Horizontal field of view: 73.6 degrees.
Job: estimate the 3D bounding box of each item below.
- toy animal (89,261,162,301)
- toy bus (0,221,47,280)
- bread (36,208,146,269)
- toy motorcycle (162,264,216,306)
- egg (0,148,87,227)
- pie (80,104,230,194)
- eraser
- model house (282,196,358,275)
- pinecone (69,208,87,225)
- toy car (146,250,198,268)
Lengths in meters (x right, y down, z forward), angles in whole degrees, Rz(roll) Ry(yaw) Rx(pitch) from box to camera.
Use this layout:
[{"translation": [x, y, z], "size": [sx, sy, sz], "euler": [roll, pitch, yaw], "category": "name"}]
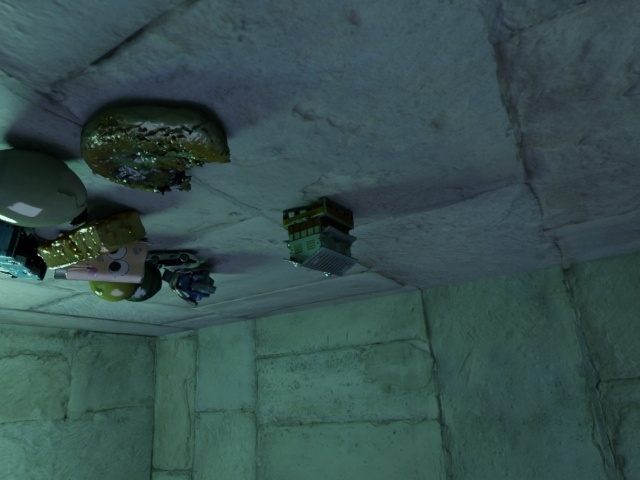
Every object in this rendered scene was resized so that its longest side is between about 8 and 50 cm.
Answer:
[{"translation": [-0.814, 0.160, 1.750], "size": [0.216, 0.191, 0.338], "euler": [-31, 147, 24], "category": "toy animal"}, {"translation": [-1.053, 0.039, 1.461], "size": [0.165, 0.132, 0.271], "euler": [5, 157, -11], "category": "toy bus"}, {"translation": [-0.717, -0.004, 1.343], "size": [0.275, 0.114, 0.185], "euler": [-16, -169, 25], "category": "bread"}, {"translation": [-0.586, 0.174, 1.943], "size": [0.241, 0.182, 0.319], "euler": [45, 166, -6], "category": "toy motorcycle"}, {"translation": [-0.671, -0.116, 1.013], "size": [0.183, 0.182, 0.217], "euler": [-19, 149, 36], "category": "egg"}, {"translation": [-0.387, -0.203, 0.990], "size": [0.297, 0.078, 0.371], "euler": [15, 154, -40], "category": "pie"}, {"translation": [-0.796, 0.065, 1.562], "size": [0.291, 0.171, 0.087], "euler": [7, -170, -28], "category": "eraser"}, {"translation": [0.000, 0.000, 1.439], "size": [0.199, 0.215, 0.224], "euler": [-14, 158, 31], "category": "model house"}, {"translation": [-0.728, -0.086, 1.259], "size": [0.077, 0.077, 0.083], "euler": [-14, 141, 27], "category": "pinecone"}, {"translation": [-0.612, 0.078, 1.771], "size": [0.205, 0.056, 0.095], "euler": [-5, 161, -8], "category": "toy car"}]
